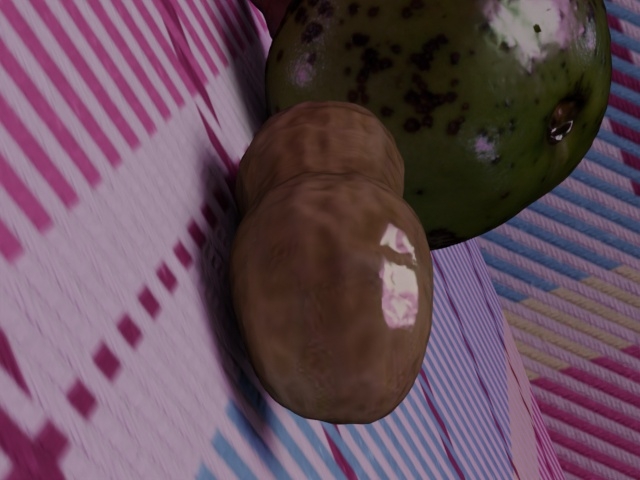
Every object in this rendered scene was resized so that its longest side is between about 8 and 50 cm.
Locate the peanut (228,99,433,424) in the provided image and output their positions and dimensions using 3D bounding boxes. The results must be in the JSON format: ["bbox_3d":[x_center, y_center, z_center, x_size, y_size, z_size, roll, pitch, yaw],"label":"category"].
[{"bbox_3d":[0.001,0.000,0.870,0.228,0.085,0.104,-96,-170,-62],"label":"peanut"}]

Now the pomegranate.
[{"bbox_3d":[0.046,-0.110,1.145,0.248,0.214,0.214,33,-17,37],"label":"pomegranate"}]
